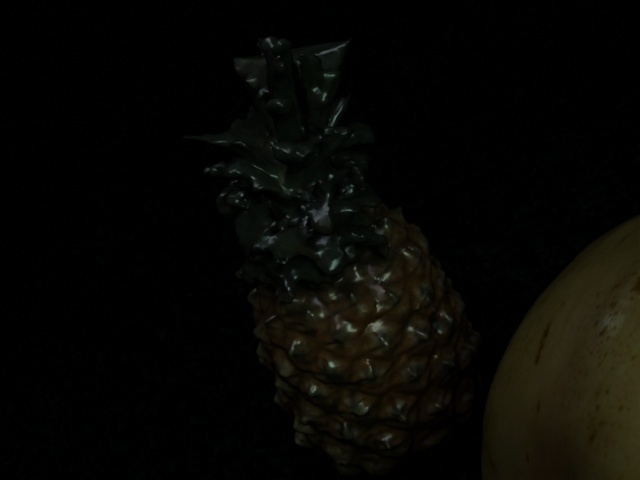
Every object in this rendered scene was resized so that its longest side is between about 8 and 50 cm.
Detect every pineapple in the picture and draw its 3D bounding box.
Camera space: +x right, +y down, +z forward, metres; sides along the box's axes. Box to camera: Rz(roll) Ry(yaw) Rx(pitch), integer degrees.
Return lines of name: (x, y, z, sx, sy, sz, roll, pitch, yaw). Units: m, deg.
pineapple: (0.000, 0.000, 1.144, 0.169, 0.340, 0.169, -15, 38, 12)

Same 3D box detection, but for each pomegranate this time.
pomegranate: (0.226, 0.124, 0.906, 0.319, 0.319, 0.319, -17, 40, 15)
